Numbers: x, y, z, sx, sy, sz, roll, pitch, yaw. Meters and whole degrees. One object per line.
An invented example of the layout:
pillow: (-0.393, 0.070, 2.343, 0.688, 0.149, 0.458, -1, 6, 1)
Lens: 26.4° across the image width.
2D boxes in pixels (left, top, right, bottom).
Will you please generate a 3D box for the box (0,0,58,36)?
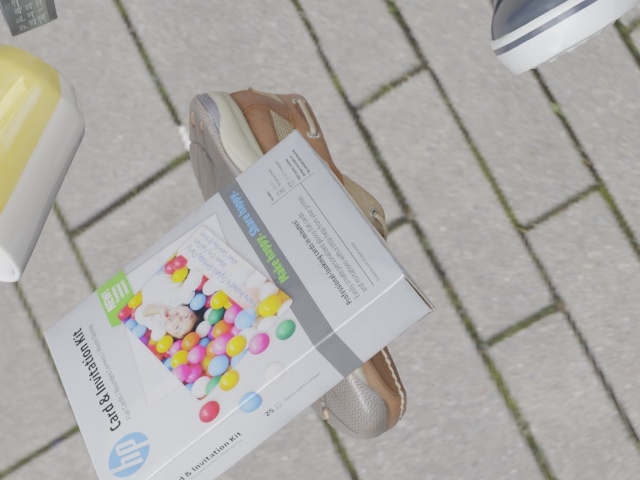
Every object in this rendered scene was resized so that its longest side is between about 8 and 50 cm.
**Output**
box: (-0.295, -0.293, 1.196, 0.051, 0.220, 0.175, -25, 86, -10)

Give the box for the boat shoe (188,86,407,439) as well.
boat shoe: (0.000, 0.000, 1.063, 0.116, 0.123, 0.324, -16, 62, -20)

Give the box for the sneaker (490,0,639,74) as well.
sneaker: (0.173, -0.224, 0.986, 0.126, 0.321, 0.127, -28, 103, 29)

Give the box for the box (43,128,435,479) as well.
box: (-0.050, 0.043, 0.723, 0.186, 0.038, 0.145, -39, 42, 5)

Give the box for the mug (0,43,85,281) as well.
mug: (-0.108, -0.031, 0.439, 0.062, 0.078, 0.064, 30, 70, -1)
